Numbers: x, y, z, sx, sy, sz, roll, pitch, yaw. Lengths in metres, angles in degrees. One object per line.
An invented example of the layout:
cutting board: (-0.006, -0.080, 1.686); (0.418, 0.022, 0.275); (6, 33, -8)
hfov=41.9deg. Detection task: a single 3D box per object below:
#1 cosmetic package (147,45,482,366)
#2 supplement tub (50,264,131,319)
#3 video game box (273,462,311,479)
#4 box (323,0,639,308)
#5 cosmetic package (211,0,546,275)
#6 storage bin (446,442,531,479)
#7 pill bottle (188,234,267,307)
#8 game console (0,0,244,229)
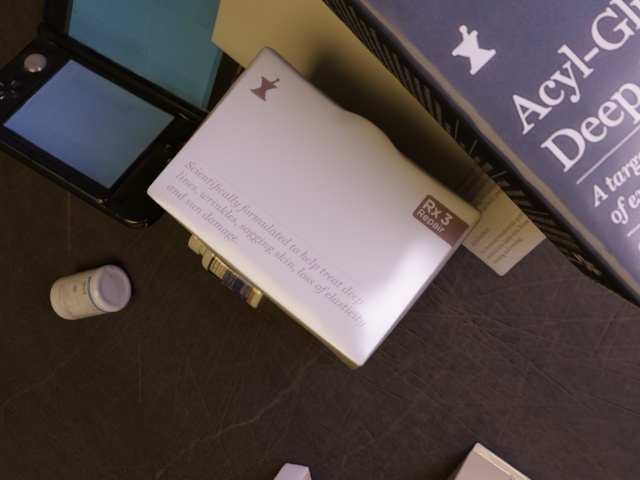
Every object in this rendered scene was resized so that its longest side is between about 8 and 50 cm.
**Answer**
cosmetic package: (0.000, 0.000, 0.792); (0.217, 0.385, 0.156); (38, 85, 9)
supplement tub: (-0.338, 0.077, 1.234); (0.107, 0.071, 0.071); (-12, 109, 37)
video game box: (-0.058, 0.456, 1.192); (0.048, 0.205, 0.187); (-2, 115, 28)
box: (0.156, -0.204, 0.511); (0.293, 0.212, 0.395); (-44, 86, 8)
cosmetic package: (0.095, -0.164, 0.744); (0.365, 0.155, 0.197); (41, 150, 4)
storage bin: (0.223, 0.437, 1.061); (0.260, 0.123, 0.262); (34, 128, 11)
pill bottle: (-0.108, 0.025, 1.066); (0.120, 0.067, 0.067); (38, 129, 8)
game console: (-0.253, -0.201, 0.968); (0.293, 0.250, 0.173); (30, 154, 14)
